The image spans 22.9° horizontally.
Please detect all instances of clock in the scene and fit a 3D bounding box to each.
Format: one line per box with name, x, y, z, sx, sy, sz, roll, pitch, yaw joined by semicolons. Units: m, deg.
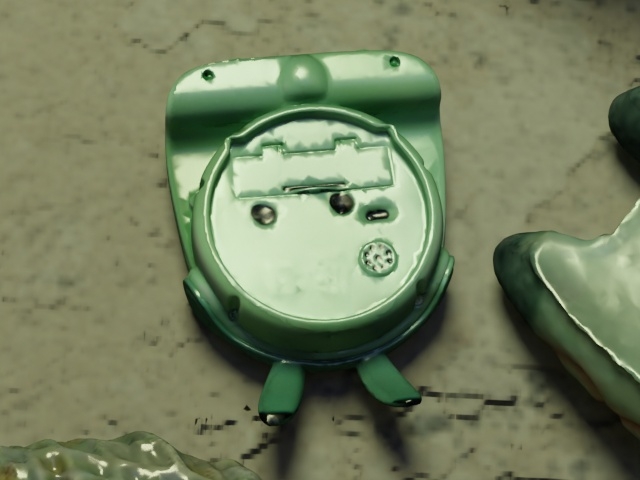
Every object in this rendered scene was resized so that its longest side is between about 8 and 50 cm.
clock;0.000;0.000;0.555;0.101;0.041;0.135;-6;71;-6

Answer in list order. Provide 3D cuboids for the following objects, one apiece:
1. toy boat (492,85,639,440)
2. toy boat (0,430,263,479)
toy boat;0.166;0.034;0.549;0.208;0.079;0.134;32;67;19
toy boat;0.097;0.136;0.450;0.445;0.162;0.136;7;67;-2
